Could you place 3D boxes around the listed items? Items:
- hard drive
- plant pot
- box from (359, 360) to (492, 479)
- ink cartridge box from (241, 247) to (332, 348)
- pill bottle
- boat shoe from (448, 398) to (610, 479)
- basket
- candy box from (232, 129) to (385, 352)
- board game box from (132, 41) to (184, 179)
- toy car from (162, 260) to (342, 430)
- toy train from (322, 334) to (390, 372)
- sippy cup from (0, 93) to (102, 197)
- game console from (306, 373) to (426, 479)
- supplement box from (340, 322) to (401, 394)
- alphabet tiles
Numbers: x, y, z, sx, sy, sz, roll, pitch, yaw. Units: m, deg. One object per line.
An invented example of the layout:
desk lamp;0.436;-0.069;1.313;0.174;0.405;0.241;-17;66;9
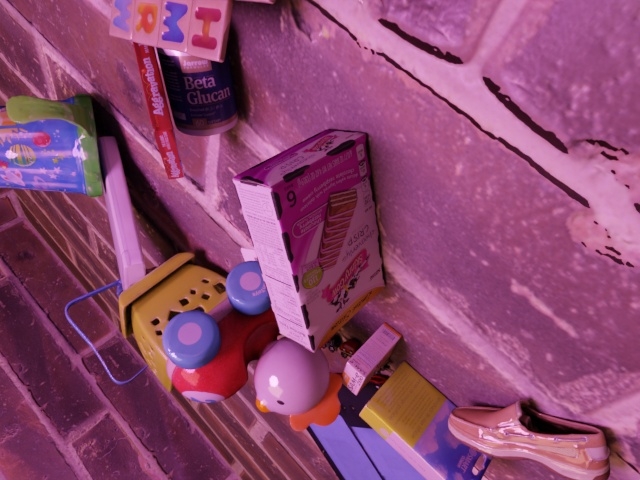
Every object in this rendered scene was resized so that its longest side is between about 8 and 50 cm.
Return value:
hard drive;-0.484;-0.041;1.040;0.353;0.047;0.233;67;150;24
plant pot;-0.323;0.175;0.982;0.207;0.227;0.228;42;143;7
box;0.160;0.279;0.634;0.178;0.109;0.043;39;139;20
ink cartridge box;-0.053;0.087;0.753;0.115;0.067;0.198;6;125;46
pill bottle;-0.172;-0.240;0.590;0.094;0.094;0.170;28;138;31
boat shoe;0.252;0.232;0.539;0.189;0.068;0.072;-2;106;38
basket;-0.489;0.204;1.157;0.255;0.289;0.201;51;144;3
candy box;0.000;0.000;0.540;0.071;0.159;0.234;19;133;40
board game box;-0.240;-0.243;0.602;0.145;0.027;0.282;124;131;-71
toy car;-0.080;0.195;0.634;0.238;0.210;0.219;39;152;18
toy train;0.057;0.192;0.753;0.158;0.027;0.036;11;116;44
sippy cup;-0.628;-0.210;0.963;0.240;0.223;0.306;56;142;40
game console;0.107;0.436;0.871;0.342;0.060;0.387;-22;102;54
supplement box;0.077;0.181;0.654;0.036;0.098;0.062;37;142;22
alphabet tiles;-0.151;-0.351;0.443;0.342;0.011;0.286;26;111;33
